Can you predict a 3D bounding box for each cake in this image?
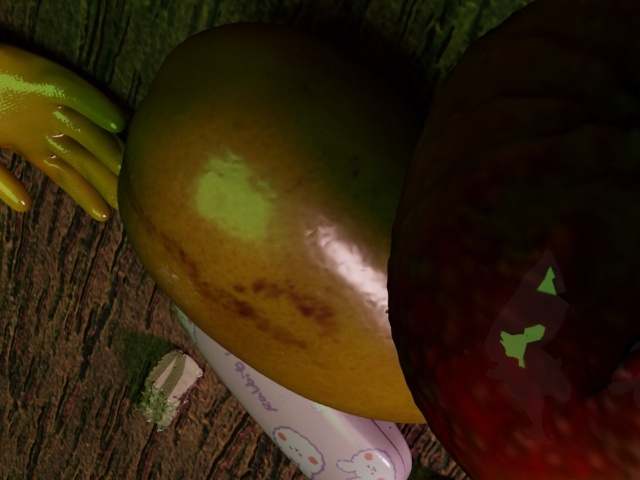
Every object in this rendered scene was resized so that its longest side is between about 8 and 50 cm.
[{"bbox_3d":[-0.175,0.175,1.450,0.051,0.055,0.140,37,138,3],"label":"cake"}]

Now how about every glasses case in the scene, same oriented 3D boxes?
[{"bbox_3d":[-0.029,0.132,1.286,0.297,0.075,0.113,50,138,-1],"label":"glasses case"}]

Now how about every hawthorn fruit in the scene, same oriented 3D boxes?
[{"bbox_3d":[0.258,0.027,0.797,0.403,0.403,0.402,20,130,26],"label":"hawthorn fruit"}]

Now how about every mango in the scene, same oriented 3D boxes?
[{"bbox_3d":[0.000,0.000,1.072,0.378,0.221,0.264,46,134,-10],"label":"mango"}]

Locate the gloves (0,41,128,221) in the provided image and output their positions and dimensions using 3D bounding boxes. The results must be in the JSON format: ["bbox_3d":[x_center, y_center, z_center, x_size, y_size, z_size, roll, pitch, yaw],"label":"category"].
[{"bbox_3d":[-0.298,-0.126,1.307,0.294,0.116,0.133,35,143,5],"label":"gloves"}]

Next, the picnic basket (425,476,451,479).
[{"bbox_3d":[0.106,0.272,1.273,0.072,0.083,0.072,21,131,27],"label":"picnic basket"}]
